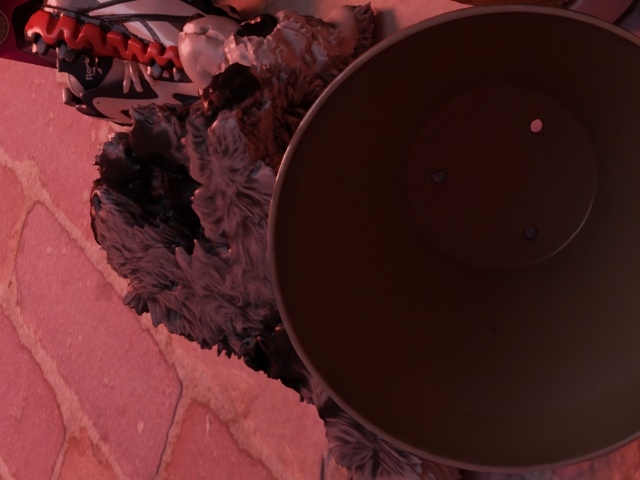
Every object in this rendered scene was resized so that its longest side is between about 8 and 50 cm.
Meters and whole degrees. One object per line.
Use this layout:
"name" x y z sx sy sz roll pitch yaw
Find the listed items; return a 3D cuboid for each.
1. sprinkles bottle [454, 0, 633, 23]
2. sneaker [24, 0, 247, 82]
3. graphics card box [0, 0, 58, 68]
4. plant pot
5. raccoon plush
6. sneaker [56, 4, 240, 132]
"sprinkles bottle" 0.056 -0.223 0.878 0.121 0.355 0.121 -14 73 54
"sneaker" -0.156 -0.226 1.328 0.276 0.097 0.135 13 93 15
"graphics card box" -0.377 -0.331 1.533 0.094 0.371 0.232 51 124 48
"plant pot" 0.119 -0.021 0.871 0.191 0.284 0.284 -70 -1 -72
"raccoon plush" 0.000 0.000 1.152 0.216 0.299 0.446 -22 98 37
"sneaker" -0.195 -0.187 1.430 0.235 0.153 0.094 -23 66 52
